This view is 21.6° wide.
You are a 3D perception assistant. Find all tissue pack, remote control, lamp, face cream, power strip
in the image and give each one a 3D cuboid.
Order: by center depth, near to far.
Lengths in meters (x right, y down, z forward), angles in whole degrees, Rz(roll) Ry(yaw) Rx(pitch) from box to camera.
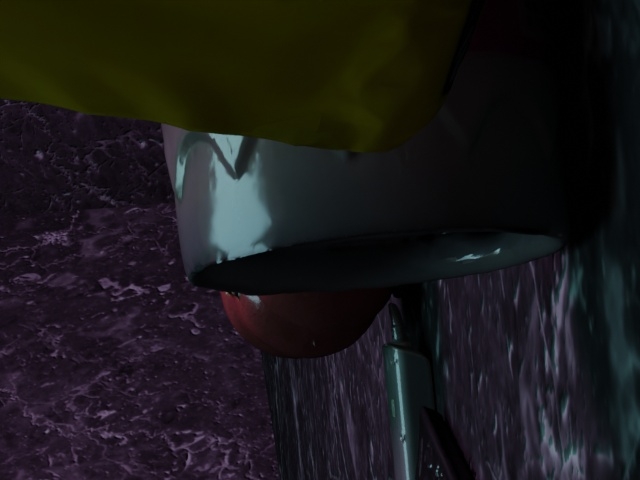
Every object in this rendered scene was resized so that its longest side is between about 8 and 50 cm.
[{"bbox_3d":[-0.023,-0.257,0.440,0.382,0.228,0.293,102,174,-52],"label":"tissue pack"},{"bbox_3d":[0.016,-0.083,0.719,0.175,0.175,0.195,119,145,-80],"label":"face cream"},{"bbox_3d":[0.085,0.170,1.004,0.245,0.025,0.063,-110,18,-72],"label":"remote control"},{"bbox_3d":[0.067,0.169,1.166,0.060,0.027,0.253,139,126,-84],"label":"power strip"},{"bbox_3d":[0.000,0.000,1.216,0.182,0.140,0.182,-170,90,-72],"label":"lamp"}]
